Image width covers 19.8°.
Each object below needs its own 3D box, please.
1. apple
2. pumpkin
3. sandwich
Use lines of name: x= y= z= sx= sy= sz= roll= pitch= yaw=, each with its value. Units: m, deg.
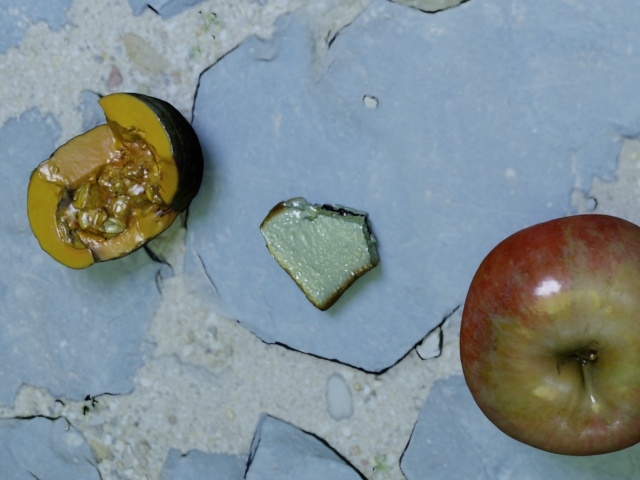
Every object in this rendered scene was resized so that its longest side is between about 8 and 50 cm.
apple: x=0.215 y=0.079 z=1.537 sx=0.209 sy=0.164 sz=0.209 roll=3 pitch=111 yaw=7
pumpkin: x=-0.173 y=-0.058 z=1.656 sx=0.183 sy=0.108 sz=0.119 roll=-38 pitch=83 yaw=30
sandwich: x=0.000 y=0.000 z=1.652 sx=0.105 sy=0.036 sz=0.093 roll=46 pitch=113 yaw=4
